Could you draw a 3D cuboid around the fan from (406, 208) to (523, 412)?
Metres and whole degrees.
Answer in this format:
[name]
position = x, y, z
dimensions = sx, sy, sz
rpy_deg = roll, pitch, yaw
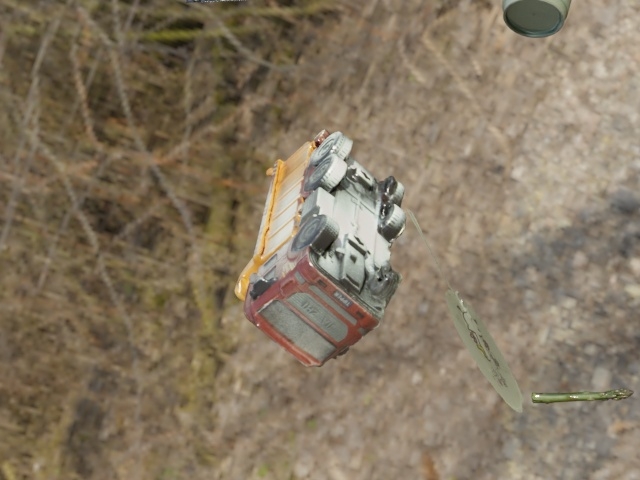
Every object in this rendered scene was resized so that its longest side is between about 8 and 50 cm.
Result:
[fan]
position = 0.242, 0.111, 2.203
dimensions = 0.012, 0.233, 0.415
rpy_deg = -33, 68, 14

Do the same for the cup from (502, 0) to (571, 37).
[cup]
position = 0.276, -0.335, 1.639
dimensions = 0.120, 0.120, 0.141
rpy_deg = -31, 37, 56

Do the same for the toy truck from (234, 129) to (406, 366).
[toy truck]
position = 0.000, 0.000, 1.215
dimensions = 0.135, 0.114, 0.270
rpy_deg = -42, 20, 27

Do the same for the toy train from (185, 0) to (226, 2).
[toy train]
position = -0.100, -0.258, 1.354
dimensions = 0.017, 0.083, 0.017
rpy_deg = -46, -45, -84

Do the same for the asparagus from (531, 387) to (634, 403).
[asparagus]
position = 0.292, 0.173, 1.440
dimensions = 0.015, 0.114, 0.014
rpy_deg = 15, -109, -71
